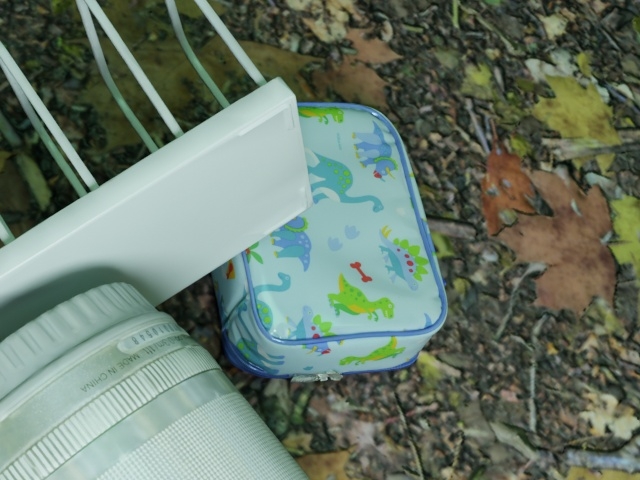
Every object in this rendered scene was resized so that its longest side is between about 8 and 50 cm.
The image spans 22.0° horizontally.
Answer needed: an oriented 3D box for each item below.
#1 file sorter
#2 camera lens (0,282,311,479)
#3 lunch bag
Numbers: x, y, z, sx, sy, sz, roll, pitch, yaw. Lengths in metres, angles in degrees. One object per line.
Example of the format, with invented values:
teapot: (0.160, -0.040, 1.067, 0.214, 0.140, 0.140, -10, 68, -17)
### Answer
file sorter: (-0.171, -0.050, 1.142, 0.277, 0.193, 0.173, -32, 72, -8)
camera lens: (-0.115, 0.193, 1.058, 0.219, 0.219, 0.274, -33, 77, -33)
lunch bag: (0.000, 0.000, 1.295, 0.176, 0.090, 0.219, -4, 63, -22)
